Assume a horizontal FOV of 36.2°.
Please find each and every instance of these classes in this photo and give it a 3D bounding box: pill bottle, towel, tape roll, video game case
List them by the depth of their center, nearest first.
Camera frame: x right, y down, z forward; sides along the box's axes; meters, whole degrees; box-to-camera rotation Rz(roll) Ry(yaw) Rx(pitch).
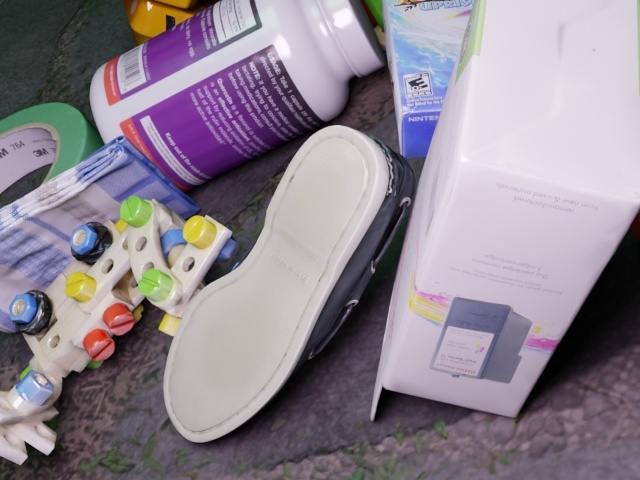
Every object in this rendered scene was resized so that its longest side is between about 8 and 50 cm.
[{"bbox_3d":[0.201,-0.190,0.954,0.269,0.061,0.244,-4,44,2],"label":"video game case"},{"bbox_3d":[-0.290,0.005,1.099,0.285,0.209,0.034,-32,65,4],"label":"towel"},{"bbox_3d":[-0.094,-0.188,1.149,0.323,0.181,0.181,-24,41,14],"label":"pill bottle"},{"bbox_3d":[-0.431,-0.050,1.344,0.321,0.077,0.321,-21,42,20],"label":"tape roll"}]

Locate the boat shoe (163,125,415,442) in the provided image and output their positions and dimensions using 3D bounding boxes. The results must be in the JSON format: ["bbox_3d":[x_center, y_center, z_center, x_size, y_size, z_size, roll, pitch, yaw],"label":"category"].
[{"bbox_3d":[-0.025,0.047,0.899,0.127,0.113,0.340,39,111,29],"label":"boat shoe"}]

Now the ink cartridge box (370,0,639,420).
[{"bbox_3d":[0.133,-0.006,0.766,0.119,0.353,0.207,13,53,1],"label":"ink cartridge box"}]

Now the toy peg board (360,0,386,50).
[{"bbox_3d":[0.080,-0.333,1.243,0.161,0.079,0.160,-47,41,-13],"label":"toy peg board"}]

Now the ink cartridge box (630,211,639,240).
[{"bbox_3d":[0.306,-0.051,0.759,0.231,0.134,0.078,18,64,46],"label":"ink cartridge box"}]

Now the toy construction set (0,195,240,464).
[{"bbox_3d":[-0.219,0.086,1.013,0.327,0.151,0.215,-39,52,-6],"label":"toy construction set"}]

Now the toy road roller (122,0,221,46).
[{"bbox_3d":[-0.205,-0.310,1.263,0.240,0.329,0.202,-64,29,24],"label":"toy road roller"}]
